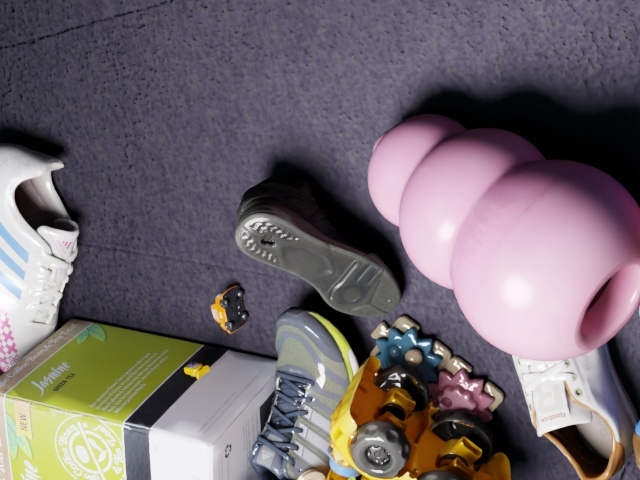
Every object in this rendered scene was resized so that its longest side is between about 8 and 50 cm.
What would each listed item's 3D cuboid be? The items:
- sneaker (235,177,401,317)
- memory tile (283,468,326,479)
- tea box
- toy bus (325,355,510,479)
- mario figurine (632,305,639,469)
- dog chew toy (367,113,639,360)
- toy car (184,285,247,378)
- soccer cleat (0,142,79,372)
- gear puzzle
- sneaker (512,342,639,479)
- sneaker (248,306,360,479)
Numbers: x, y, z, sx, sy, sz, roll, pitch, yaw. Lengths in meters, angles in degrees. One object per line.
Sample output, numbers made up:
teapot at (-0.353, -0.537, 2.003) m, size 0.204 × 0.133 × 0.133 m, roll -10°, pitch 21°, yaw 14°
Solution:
sneaker at (0.000, 0.000, 1.595) m, size 0.228 × 0.130 × 0.087 m, roll 29°, pitch 120°, yaw -22°
memory tile at (-0.055, 0.335, 1.613) m, size 0.012 × 0.148 × 0.113 m, roll -133°, pitch 28°, yaw -53°
tea box at (-0.228, 0.312, 1.750) m, size 0.324 × 0.220 × 0.328 m, roll 9°, pitch 116°, yaw 22°
toy bus at (0.077, 0.275, 1.588) m, size 0.220 × 0.149 × 0.211 m, roll 39°, pitch 124°, yaw -7°
mario figurine at (0.418, 0.115, 1.388) m, size 0.170 × 0.198 × 0.320 m, roll 24°, pitch 125°, yaw 28°
dog chew toy at (0.178, -0.022, 1.416) m, size 0.332 × 0.207 × 0.206 m, roll 39°, pitch 126°, yaw 35°
toy car at (-0.139, 0.109, 1.689) m, size 0.041 × 0.122 × 0.060 m, roll 9°, pitch 137°, yaw 39°
soccer cleat at (-0.372, 0.038, 1.754) m, size 0.143 × 0.116 × 0.331 m, roll 5°, pitch 114°, yaw 24°
gear puzzle at (0.066, 0.251, 1.691) m, size 0.175 × 0.044 × 0.339 m, roll 39°, pitch 122°, yaw 4°
sneaker at (0.264, 0.136, 1.505) m, size 0.106 × 0.123 × 0.290 m, roll -27°, pitch 98°, yaw 33°
sneaker at (-0.024, 0.226, 1.644) m, size 0.111 × 0.121 × 0.299 m, roll 9°, pitch 110°, yaw 38°
